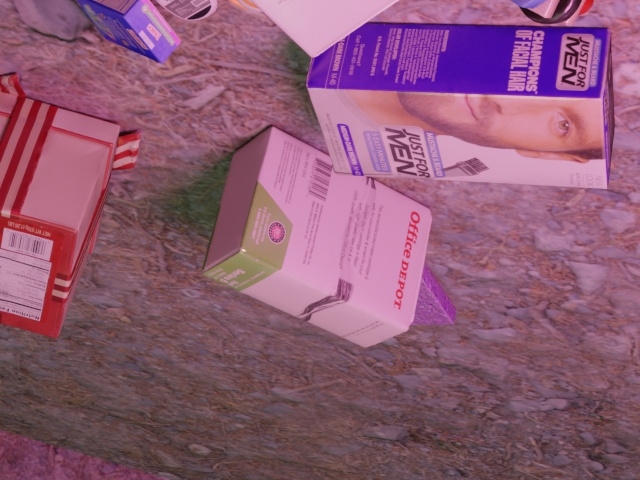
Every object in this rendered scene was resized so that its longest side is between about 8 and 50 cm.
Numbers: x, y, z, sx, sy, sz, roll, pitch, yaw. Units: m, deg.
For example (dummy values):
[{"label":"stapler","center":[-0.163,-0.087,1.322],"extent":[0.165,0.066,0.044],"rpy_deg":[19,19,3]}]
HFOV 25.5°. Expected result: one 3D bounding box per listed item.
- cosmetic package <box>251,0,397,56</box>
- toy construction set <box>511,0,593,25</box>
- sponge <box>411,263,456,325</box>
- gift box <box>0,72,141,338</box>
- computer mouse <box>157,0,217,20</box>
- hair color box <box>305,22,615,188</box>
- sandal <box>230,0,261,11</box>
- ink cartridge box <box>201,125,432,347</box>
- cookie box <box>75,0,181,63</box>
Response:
[{"label":"cosmetic package","center":[-0.012,-0.310,1.356],"extent":[0.151,0.151,0.184],"rpy_deg":[-32,129,25]},{"label":"toy construction set","center":[0.113,-0.302,1.238],"extent":[0.237,0.309,0.257],"rpy_deg":[9,126,29]},{"label":"sponge","center":[0.123,0.073,2.185],"extent":[0.117,0.031,0.210],"rpy_deg":[-2,148,25]},{"label":"gift box","center":[-0.402,-0.062,1.926],"extent":[0.255,0.258,0.276],"rpy_deg":[19,132,-8]},{"label":"computer mouse","center":[-0.191,-0.319,1.585],"extent":[0.106,0.042,0.193],"rpy_deg":[-20,132,39]},{"label":"hair color box","center":[0.170,-0.158,1.665],"extent":[0.339,0.110,0.185],"rpy_deg":[2,149,15]},{"label":"sandal","center":[-0.049,-0.306,1.509],"extent":[0.102,0.076,0.265],"rpy_deg":[24,150,-20]},{"label":"ink cartridge box","center":[0.000,0.000,1.922],"extent":[0.273,0.198,0.115],"rpy_deg":[27,149,-24]},{"label":"cookie box","center":[-0.229,-0.261,1.659],"extent":[0.107,0.040,0.092],"rpy_deg":[28,165,37]}]
